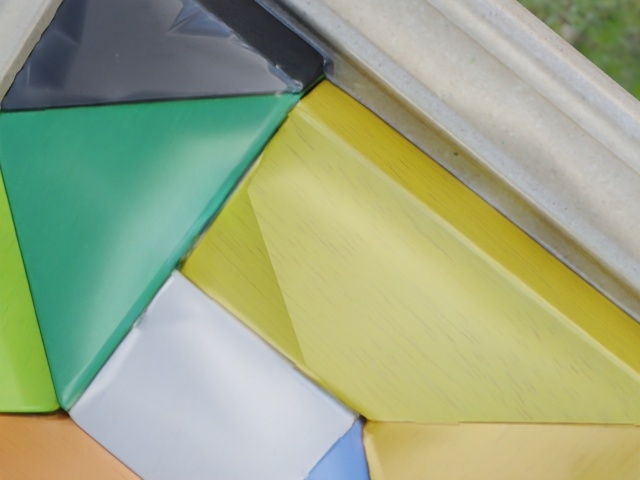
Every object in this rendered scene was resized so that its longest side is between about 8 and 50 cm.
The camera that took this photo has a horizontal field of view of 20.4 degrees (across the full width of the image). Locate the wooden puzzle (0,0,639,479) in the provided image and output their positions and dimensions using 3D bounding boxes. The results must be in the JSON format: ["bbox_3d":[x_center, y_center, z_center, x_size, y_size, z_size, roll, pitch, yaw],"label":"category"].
[{"bbox_3d":[-0.016,0.034,0.406,0.221,0.239,0.044,-51,-177,32],"label":"wooden puzzle"}]
